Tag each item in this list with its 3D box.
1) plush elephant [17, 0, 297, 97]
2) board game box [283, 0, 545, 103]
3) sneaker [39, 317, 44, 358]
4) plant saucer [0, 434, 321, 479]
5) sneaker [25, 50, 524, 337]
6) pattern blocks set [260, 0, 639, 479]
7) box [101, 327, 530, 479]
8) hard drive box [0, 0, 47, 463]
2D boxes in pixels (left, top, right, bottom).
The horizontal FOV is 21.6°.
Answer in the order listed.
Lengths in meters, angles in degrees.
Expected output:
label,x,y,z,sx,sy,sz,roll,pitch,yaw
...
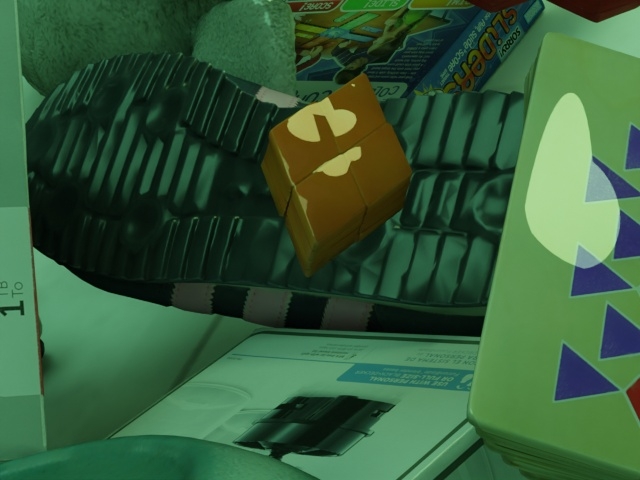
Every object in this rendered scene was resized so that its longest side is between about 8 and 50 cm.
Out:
label,x,y,z,sx,sy,sz,roll,pitch,yaw
plush elephant,-0.059,-0.160,0.846,0.330,0.272,0.255,-22,-30,-57
board game box,0.008,-0.099,0.937,0.201,0.035,0.136,7,48,46
sneaker,-0.213,0.069,0.840,0.153,0.094,0.235,-32,20,17
plant saucer,-0.133,0.114,0.371,0.317,0.044,0.317,-21,5,2
sneaker,0.000,0.000,0.705,0.319,0.131,0.112,13,74,40
pattern blocks set,0.122,0.012,0.525,0.285,0.026,0.325,23,49,5
box,-0.050,0.136,0.527,0.290,0.087,0.169,-35,22,-36
hard drive box,-0.168,0.027,0.677,0.089,0.181,0.232,-2,-17,-14
